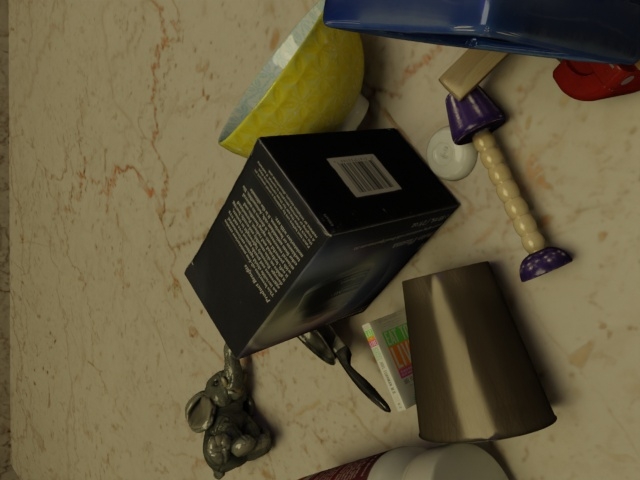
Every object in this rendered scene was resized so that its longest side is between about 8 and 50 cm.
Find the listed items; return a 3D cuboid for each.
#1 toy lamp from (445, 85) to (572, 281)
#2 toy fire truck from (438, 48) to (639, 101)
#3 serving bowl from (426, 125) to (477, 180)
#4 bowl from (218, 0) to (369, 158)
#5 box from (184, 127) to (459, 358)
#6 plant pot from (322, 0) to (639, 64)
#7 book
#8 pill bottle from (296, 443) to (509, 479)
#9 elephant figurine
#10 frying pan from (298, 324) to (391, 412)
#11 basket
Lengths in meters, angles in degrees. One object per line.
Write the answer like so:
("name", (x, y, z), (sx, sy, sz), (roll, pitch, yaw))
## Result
("toy lamp", (0.247, -0.084, 0.833), (0.080, 0.080, 0.274), (-31, 80, 44))
("toy fire truck", (0.279, -0.242, 0.736), (0.217, 0.159, 0.246), (66, 154, 19))
("serving bowl", (0.189, -0.129, 0.912), (0.083, 0.027, 0.083), (11, 105, 43))
("bowl", (-0.017, -0.226, 0.982), (0.156, 0.289, 0.289), (36, 136, -18))
("box", (0.000, 0.000, 0.941), (0.182, 0.296, 0.294), (55, 132, 21))
("plant pot", (0.167, -0.291, 0.581), (0.236, 0.236, 0.212), (29, 116, 50))
("book", (0.130, 0.190, 0.993), (0.035, 0.096, 0.144), (-34, 75, 43))
("pill bottle", (0.105, 0.459, 0.986), (0.392, 0.224, 0.224), (-37, 72, 43))
("elephant figurine", (-0.207, 0.367, 1.353), (0.169, 0.186, 0.239), (68, 177, -63))
("frying pan", (-0.001, 0.158, 1.073), (0.326, 0.053, 0.197), (19, 146, 58))
("basket", (0.206, 0.153, 0.876), (0.204, 0.154, 0.226), (-18, 82, 45))
